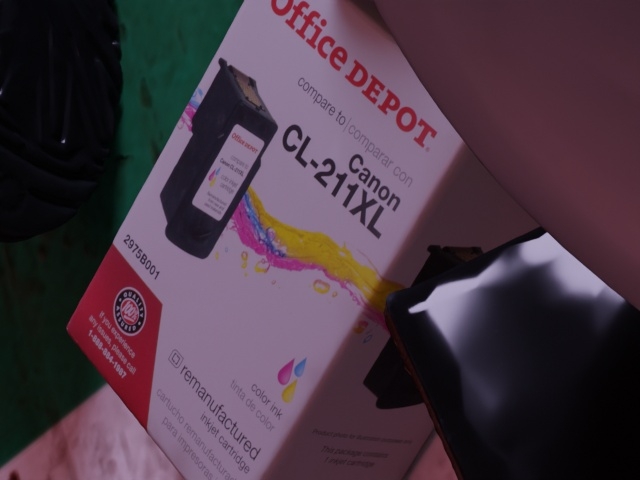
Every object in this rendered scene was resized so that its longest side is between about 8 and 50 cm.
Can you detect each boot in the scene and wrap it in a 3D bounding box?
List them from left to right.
[{"bbox_3d":[-0.194,-0.093,0.882,0.207,0.094,0.247,-19,63,36],"label":"boot"}]

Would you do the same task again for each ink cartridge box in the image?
[{"bbox_3d":[0.000,0.000,0.698,0.127,0.072,0.175,45,114,39],"label":"ink cartridge box"}]

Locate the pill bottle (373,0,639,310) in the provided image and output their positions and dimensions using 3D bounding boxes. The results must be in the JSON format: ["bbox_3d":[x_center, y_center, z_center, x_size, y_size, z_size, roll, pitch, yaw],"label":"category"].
[{"bbox_3d":[0.176,-0.132,0.401,0.334,0.188,0.188,-46,46,-13],"label":"pill bottle"}]

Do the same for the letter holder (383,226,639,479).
[{"bbox_3d":[0.160,0.146,0.464,0.152,0.214,0.302,-26,47,3],"label":"letter holder"}]
